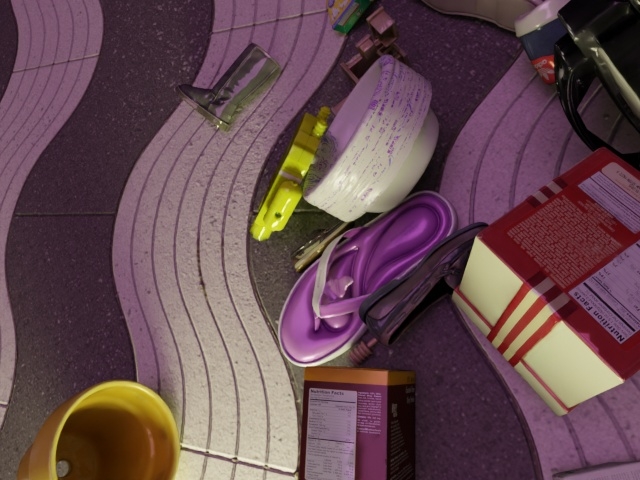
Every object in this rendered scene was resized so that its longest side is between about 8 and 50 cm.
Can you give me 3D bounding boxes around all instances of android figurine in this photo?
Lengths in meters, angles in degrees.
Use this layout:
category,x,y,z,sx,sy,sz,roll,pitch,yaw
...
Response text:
category,x,y,z,sx,sy,sz,roll,pitch,yaw
android figurine,-0.056,-0.129,0.898,0.272,0.056,0.248,-56,14,32

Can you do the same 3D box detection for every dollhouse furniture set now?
category,x,y,z,sx,sy,sz,roll,pitch,yaw
dollhouse furniture set,0.066,-0.356,0.943,0.182,0.161,0.101,-37,64,8

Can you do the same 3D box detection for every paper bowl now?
category,x,y,z,sx,sy,sz,roll,pitch,yaw
paper bowl,0.097,-0.165,0.834,0.148,0.284,0.284,27,86,-12

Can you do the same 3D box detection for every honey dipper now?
category,x,y,z,sx,sy,sz,roll,pitch,yaw
honey dipper,0.117,0.162,0.845,0.161,0.030,0.030,-43,63,3

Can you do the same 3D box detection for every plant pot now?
category,x,y,z,sx,sy,sz,roll,pitch,yaw
plant pot,-0.444,0.422,0.901,0.239,0.254,0.253,-28,65,29

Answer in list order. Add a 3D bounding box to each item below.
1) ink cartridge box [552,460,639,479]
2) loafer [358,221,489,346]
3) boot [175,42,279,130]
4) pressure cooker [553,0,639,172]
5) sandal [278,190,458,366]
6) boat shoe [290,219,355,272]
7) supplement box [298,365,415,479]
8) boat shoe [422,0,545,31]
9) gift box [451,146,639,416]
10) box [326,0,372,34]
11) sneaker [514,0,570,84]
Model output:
category,x,y,z,sx,sy,sz,roll,pitch,yaw
ink cartridge box,0.457,0.390,0.630,0.225,0.056,0.180,-12,69,0
loafer,0.192,0.079,0.785,0.268,0.096,0.084,-37,45,5
boot,-0.225,-0.388,1.127,0.190,0.076,0.208,38,99,13
pressure cooker,0.514,-0.246,0.555,0.420,0.376,0.369,-39,80,37
sandal,0.062,0.055,0.856,0.416,0.102,0.169,-46,63,5
boat shoe,0.000,0.000,0.926,0.152,0.056,0.049,-41,69,8
supplement box,0.066,0.298,0.733,0.129,0.191,0.194,-3,74,22
boat shoe,0.306,-0.506,0.923,0.335,0.112,0.095,35,73,22
gift box,0.370,0.066,0.643,0.276,0.258,0.255,-28,62,-8
box,0.054,-0.569,1.051,0.105,0.043,0.179,-36,56,49
sneaker,0.507,-0.377,0.796,0.350,0.131,0.148,-24,101,1
